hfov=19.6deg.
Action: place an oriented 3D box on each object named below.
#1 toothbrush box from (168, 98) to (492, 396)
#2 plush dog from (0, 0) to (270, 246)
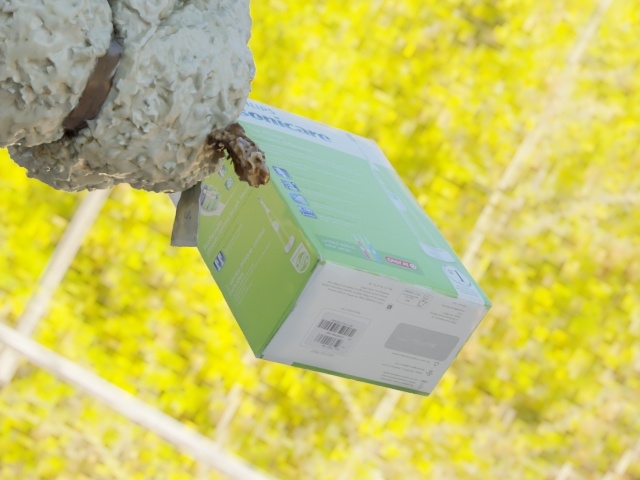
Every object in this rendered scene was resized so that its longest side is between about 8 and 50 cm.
[{"bbox_3d":[0.000,0.000,1.746,0.206,0.122,0.283,15,29,-36],"label":"toothbrush box"},{"bbox_3d":[-0.161,-0.114,1.221,0.225,0.262,0.210,11,32,-37],"label":"plush dog"}]
